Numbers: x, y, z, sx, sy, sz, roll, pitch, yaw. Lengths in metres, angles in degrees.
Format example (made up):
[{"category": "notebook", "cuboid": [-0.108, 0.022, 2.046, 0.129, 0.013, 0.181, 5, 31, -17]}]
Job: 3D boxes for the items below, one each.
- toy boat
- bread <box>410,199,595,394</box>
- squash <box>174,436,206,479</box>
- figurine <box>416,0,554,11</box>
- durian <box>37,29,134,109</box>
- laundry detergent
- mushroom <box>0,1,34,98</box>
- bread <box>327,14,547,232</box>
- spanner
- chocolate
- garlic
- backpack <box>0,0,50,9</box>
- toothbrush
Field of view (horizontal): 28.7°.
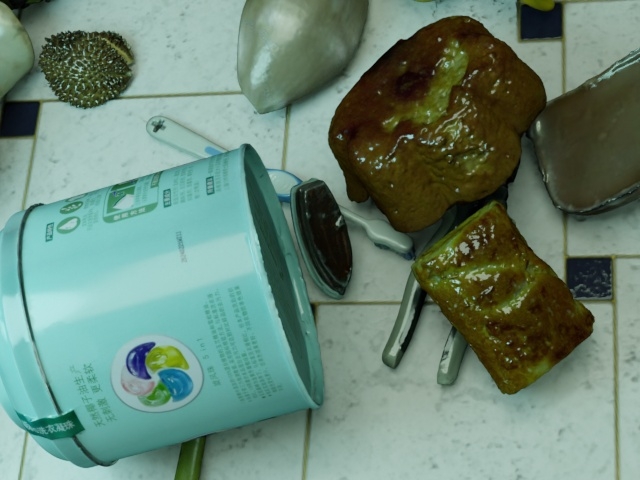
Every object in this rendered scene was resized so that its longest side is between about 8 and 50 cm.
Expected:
[{"category": "toy boat", "cuboid": [0.000, 0.000, 1.409, 0.059, 0.066, 0.140, -20, 96, -22]}, {"category": "bread", "cuboid": [0.191, 0.056, 1.299, 0.132, 0.103, 0.172, -38, 93, -8]}, {"category": "squash", "cuboid": [-0.142, 0.235, 1.370, 0.027, 0.027, 0.083, 4, 68, 14]}, {"category": "figurine", "cuboid": [0.163, -0.338, 1.490, 0.246, 0.131, 0.156, 23, 40, 22]}, {"category": "durian", "cuboid": [-0.309, -0.231, 1.581, 0.140, 0.071, 0.110, 17, 72, 24]}, {"category": "laundry detergent", "cuboid": [-0.179, 0.075, 1.303, 0.305, 0.287, 0.287, -16, 65, 6]}, {"category": "mushroom", "cuboid": [-0.532, -0.172, 1.479, 0.356, 0.315, 0.315, -47, 65, 5]}, {"category": "bread", "cuboid": [0.131, -0.130, 1.368, 0.247, 0.135, 0.232, -46, 39, -5]}, {"category": "spanner", "cuboid": [0.160, 0.002, 1.392, 0.095, 0.040, 0.325, 18, 74, 18]}, {"category": "chocolate", "cuboid": [0.357, -0.121, 1.348, 0.261, 0.083, 0.161, -27, 58, 33]}, {"category": "garlic", "cuboid": [-0.017, -0.302, 1.535, 0.143, 0.112, 0.318, 3, 58, 17]}, {"category": "backpack", "cuboid": [-0.375, -0.424, 1.642, 0.253, 0.140, 0.207, -35, 65, -11]}, {"category": "toothbrush", "cuboid": [-0.055, -0.069, 1.471, 0.386, 0.040, 0.040, 27, 76, 22]}]
